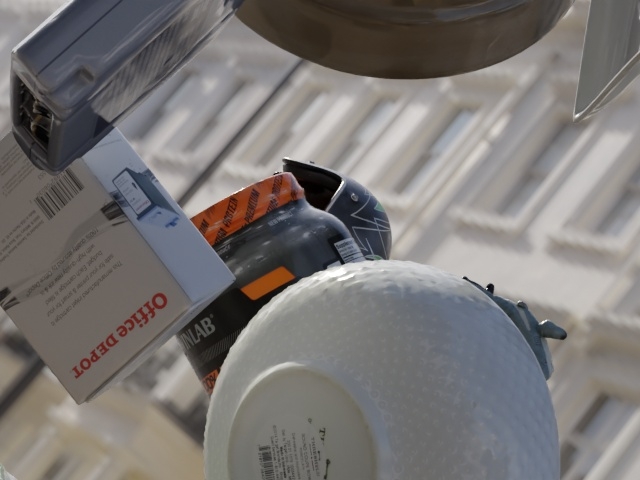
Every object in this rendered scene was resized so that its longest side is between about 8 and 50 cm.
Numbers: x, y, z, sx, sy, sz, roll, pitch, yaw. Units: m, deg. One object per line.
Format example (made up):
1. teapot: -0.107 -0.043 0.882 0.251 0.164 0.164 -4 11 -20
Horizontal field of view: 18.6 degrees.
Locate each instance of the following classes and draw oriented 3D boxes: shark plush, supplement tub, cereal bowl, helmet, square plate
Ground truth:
1. shark plush: 0.237 0.101 2.423 0.073 0.067 0.161 -33 -87 38
2. supplement tub: -0.017 0.116 1.957 0.338 0.207 0.207 60 -14 6
3. cereal bowl: 0.026 0.184 1.649 0.339 0.339 0.141 30 16 33
4. helmet: 0.000 0.000 2.158 0.161 0.169 0.169 30 -18 31
5. square plate: 0.388 -0.335 2.129 0.049 0.344 0.347 19 -26 -12

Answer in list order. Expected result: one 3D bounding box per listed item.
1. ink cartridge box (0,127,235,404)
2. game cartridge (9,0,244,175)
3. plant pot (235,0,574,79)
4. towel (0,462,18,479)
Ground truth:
1. ink cartridge box: -0.180 0.005 1.484 0.191 0.139 0.082 51 26 3
2. game cartridge: -0.116 -0.140 1.281 0.060 0.196 0.294 51 -12 0
3. plant pot: 0.069 -0.329 1.439 0.323 0.323 0.280 35 -34 18
4. towel: -0.217 0.234 1.656 0.152 0.023 0.113 32 0 -14
